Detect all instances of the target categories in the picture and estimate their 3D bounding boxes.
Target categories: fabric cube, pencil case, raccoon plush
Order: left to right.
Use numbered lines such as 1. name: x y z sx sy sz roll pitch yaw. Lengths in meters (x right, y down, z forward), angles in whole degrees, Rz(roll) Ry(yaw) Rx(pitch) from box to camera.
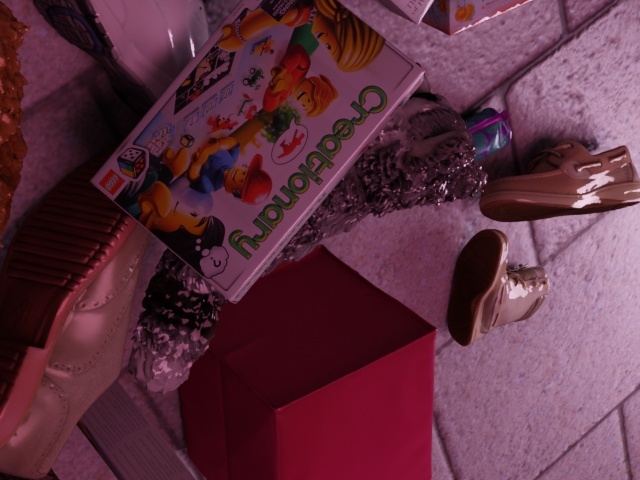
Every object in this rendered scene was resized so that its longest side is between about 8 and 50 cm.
1. fabric cube: -0.023 0.203 1.549 0.254 0.259 0.258 -23 129 -27
2. raccoon plush: 0.000 0.000 1.346 0.216 0.299 0.446 -20 129 -72
3. pencil case: 0.194 -0.134 1.649 0.152 0.064 0.070 -25 157 -27

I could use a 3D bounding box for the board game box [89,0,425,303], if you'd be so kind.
1. board game box: -0.063 -0.113 1.207 0.305 0.193 0.053 -51 174 0

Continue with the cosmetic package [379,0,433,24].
1. cosmetic package: 0.145 -0.391 1.434 0.099 0.060 0.239 29 96 -47

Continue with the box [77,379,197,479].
1. box: -0.217 0.235 1.348 0.067 0.324 0.063 -34 143 -20

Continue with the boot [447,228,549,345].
1. boot: 0.292 0.058 1.860 0.165 0.077 0.213 -16 132 -33

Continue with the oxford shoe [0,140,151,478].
1. oxford shoe: -0.267 0.070 1.292 0.397 0.140 0.146 -60 139 -17

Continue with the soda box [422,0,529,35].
1. soda box: 0.217 -0.331 1.540 0.183 0.058 0.063 -27 132 -26

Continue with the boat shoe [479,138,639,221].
1. boat shoe: 0.362 -0.094 1.806 0.341 0.122 0.110 -5 83 -42

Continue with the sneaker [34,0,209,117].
1. sneaker: -0.194 -0.231 1.232 0.129 0.111 0.297 -55 147 -11

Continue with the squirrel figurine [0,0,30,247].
1. squirrel figurine: -0.397 -0.029 1.017 0.397 0.281 0.370 -28 118 -42

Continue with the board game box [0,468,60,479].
1. board game box: -0.396 0.288 1.251 0.232 0.291 0.141 31 96 -47
